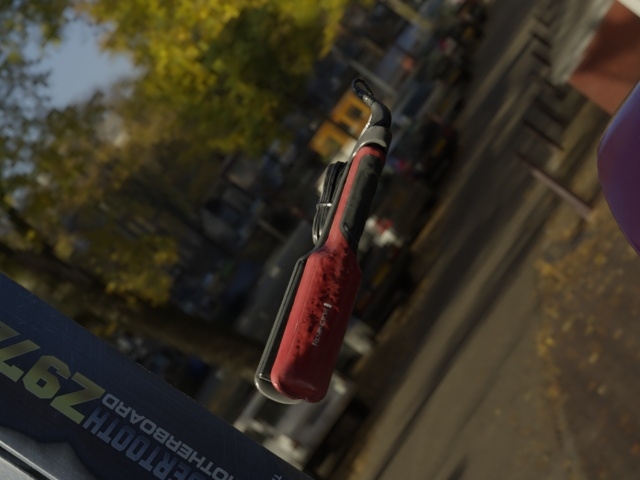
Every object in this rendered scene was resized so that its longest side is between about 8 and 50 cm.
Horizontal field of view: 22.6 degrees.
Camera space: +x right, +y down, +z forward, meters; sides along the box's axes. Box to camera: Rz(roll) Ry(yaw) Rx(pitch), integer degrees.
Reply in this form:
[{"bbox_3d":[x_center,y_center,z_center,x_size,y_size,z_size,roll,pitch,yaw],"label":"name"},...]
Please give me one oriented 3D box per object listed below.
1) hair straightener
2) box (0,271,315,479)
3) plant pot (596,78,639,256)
[{"bbox_3d":[0.000,0.000,1.089,0.089,0.047,0.230,154,131,-69],"label":"hair straightener"},{"bbox_3d":[-0.100,0.118,0.602,0.059,0.183,0.233,-55,-4,-35],"label":"box"},{"bbox_3d":[0.264,-0.056,0.768,0.180,0.201,0.201,-56,2,36],"label":"plant pot"}]
